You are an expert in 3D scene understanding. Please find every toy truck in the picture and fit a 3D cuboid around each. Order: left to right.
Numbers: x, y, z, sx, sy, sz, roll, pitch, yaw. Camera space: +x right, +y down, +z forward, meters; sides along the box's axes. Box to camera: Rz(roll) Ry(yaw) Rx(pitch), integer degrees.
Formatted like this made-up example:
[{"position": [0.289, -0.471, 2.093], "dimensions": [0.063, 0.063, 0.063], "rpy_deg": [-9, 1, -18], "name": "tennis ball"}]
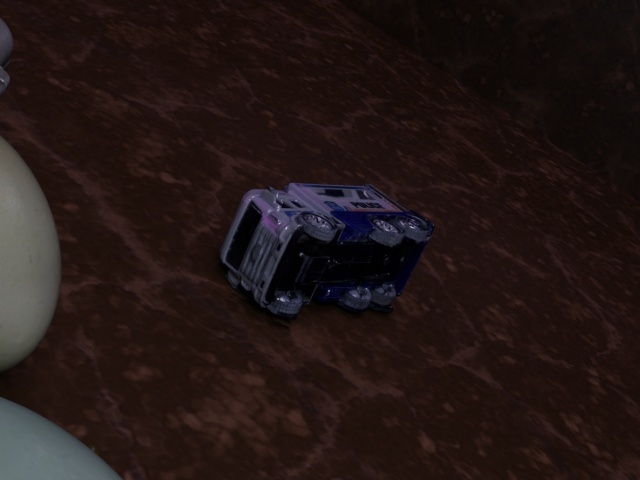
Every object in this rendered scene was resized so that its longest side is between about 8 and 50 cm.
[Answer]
[{"position": [0.000, 0.000, 1.206], "dimensions": [0.155, 0.124, 0.268], "rpy_deg": [39, 24, 34], "name": "toy truck"}]

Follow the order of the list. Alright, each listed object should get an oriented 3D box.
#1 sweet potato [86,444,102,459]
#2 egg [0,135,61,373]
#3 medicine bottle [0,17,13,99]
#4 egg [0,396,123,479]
[{"position": [-0.135, 0.252, 0.665], "dimensions": [0.067, 0.067, 0.274], "rpy_deg": [12, 34, -33], "name": "sweet potato"}, {"position": [-0.306, 0.000, 0.797], "dimensions": [0.253, 0.188, 0.189], "rpy_deg": [47, 30, 19], "name": "egg"}, {"position": [-0.476, -0.179, 1.022], "dimensions": [0.282, 0.123, 0.375], "rpy_deg": [24, 25, -10], "name": "medicine bottle"}, {"position": [-0.187, 0.197, 0.542], "dimensions": [0.283, 0.203, 0.203], "rpy_deg": [42, 27, 15], "name": "egg"}]
